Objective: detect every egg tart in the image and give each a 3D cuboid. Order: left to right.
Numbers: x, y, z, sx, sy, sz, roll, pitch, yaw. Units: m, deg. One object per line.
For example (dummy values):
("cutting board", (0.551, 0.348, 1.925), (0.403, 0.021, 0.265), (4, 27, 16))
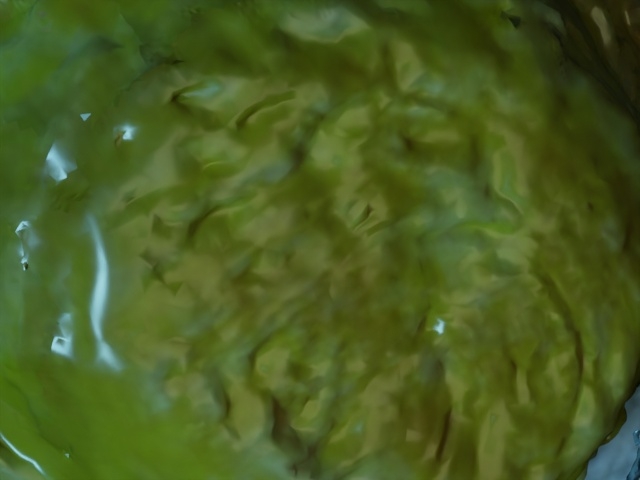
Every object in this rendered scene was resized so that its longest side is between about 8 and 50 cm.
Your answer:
("egg tart", (0.000, 0.000, 0.494), (0.319, 0.128, 0.318), (-5, 103, -23))

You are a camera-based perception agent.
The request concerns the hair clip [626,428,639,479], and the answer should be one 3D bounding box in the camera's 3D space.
("hair clip", (0.160, 0.008, 0.566), (0.220, 0.054, 0.140), (-51, 147, -53))
